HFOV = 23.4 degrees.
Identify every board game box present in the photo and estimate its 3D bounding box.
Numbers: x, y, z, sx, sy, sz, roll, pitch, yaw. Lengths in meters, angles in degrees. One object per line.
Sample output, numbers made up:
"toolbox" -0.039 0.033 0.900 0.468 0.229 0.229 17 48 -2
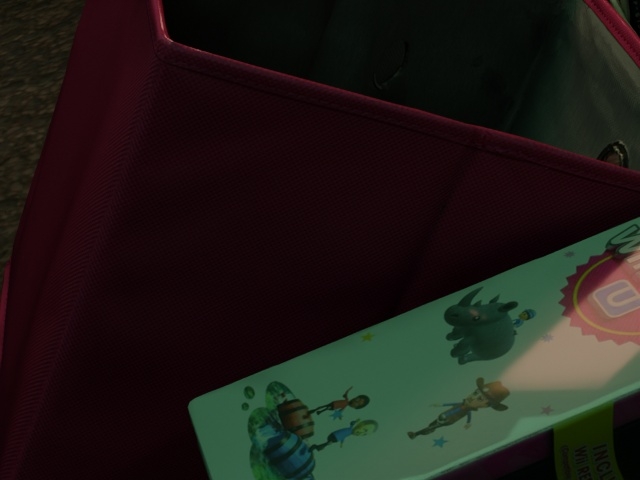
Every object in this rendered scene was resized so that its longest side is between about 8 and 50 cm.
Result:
"board game box" 0.131 0.114 0.606 0.303 0.224 0.097 -23 31 -5

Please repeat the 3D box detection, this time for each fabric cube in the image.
"fabric cube" 0.000 0.000 0.728 0.259 0.258 0.254 14 27 -17

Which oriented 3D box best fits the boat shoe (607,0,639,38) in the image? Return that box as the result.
"boat shoe" 0.211 -0.179 1.100 0.335 0.121 0.119 -28 29 -17
